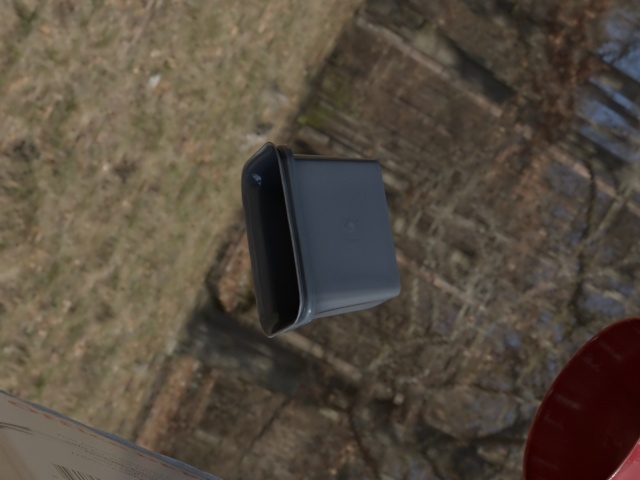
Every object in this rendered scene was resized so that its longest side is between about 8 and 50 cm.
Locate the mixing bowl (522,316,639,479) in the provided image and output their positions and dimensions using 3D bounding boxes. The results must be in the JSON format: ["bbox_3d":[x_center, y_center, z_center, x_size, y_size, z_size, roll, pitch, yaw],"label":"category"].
[{"bbox_3d":[0.263,0.165,0.993,0.181,0.098,0.181,-55,-168,18],"label":"mixing bowl"}]

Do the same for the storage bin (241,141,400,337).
[{"bbox_3d":[0.000,0.000,0.889,0.098,0.091,0.135,146,-62,-63],"label":"storage bin"}]

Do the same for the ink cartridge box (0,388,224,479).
[{"bbox_3d":[-0.075,0.140,0.467,0.092,0.158,0.218,-64,-157,-5],"label":"ink cartridge box"}]
